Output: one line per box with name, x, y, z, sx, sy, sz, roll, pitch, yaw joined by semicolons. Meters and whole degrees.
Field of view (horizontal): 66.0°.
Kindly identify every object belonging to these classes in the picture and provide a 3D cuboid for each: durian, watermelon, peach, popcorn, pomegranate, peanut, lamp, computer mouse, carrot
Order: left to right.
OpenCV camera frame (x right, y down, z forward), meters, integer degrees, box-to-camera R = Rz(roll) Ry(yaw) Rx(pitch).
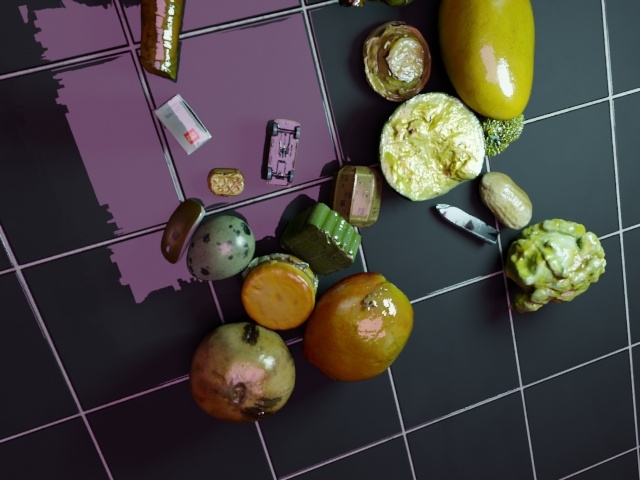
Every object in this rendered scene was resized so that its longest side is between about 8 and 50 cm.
carrot;-0.424;-0.592;1.310;0.114;0.114;0.302;6;103;-14
computer mouse;-0.414;-0.028;1.456;0.045;0.102;0.199;22;99;-55
pomegranate;-0.233;0.397;1.495;0.322;0.322;0.322;-3;103;-13
lamp;0.107;-0.137;1.517;0.161;0.161;0.185;6;95;-15
peach;0.117;0.277;1.537;0.372;0.372;0.290;-45;70;0
watermelon;0.314;-0.277;1.519;0.330;0.189;0.331;0;90;-11
durian;0.548;-0.352;1.571;0.198;0.159;0.146;-29;76;-16
peanut;0.620;-0.138;1.655;0.129;0.129;0.224;-42;107;-1
popcorn;0.767;0.077;1.656;0.335;0.274;0.279;-24;80;35

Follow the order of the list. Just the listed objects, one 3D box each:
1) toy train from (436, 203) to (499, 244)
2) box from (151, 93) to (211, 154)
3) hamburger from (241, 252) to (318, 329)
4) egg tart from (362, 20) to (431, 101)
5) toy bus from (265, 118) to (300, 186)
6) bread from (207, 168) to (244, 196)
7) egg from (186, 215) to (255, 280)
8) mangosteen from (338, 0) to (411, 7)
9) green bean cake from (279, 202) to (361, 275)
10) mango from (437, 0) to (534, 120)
toy train;0.493;-0.062;1.683;0.251;0.048;0.055;27;85;-12
box;-0.361;-0.312;1.305;0.079;0.269;0.135;-38;110;-2
hamburger;-0.121;0.142;1.511;0.246;0.170;0.246;2;113;5
egg tart;0.239;-0.541;1.483;0.241;0.106;0.241;-3;100;-15
toy bus;-0.117;-0.262;1.470;0.083;0.088;0.195;6;103;-15
bread;-0.282;-0.171;1.474;0.110;0.044;0.083;-1;104;-16
egg;-0.298;0.029;1.450;0.228;0.177;0.177;-40;109;16
mangosteen;0.200;-0.827;1.291;0.381;0.421;0.381;17;63;-36
green bean cake;0.000;0.000;1.494;0.200;0.214;0.113;42;54;-19
mango;0.490;-0.569;1.438;0.300;0.232;0.446;-12;91;-31
